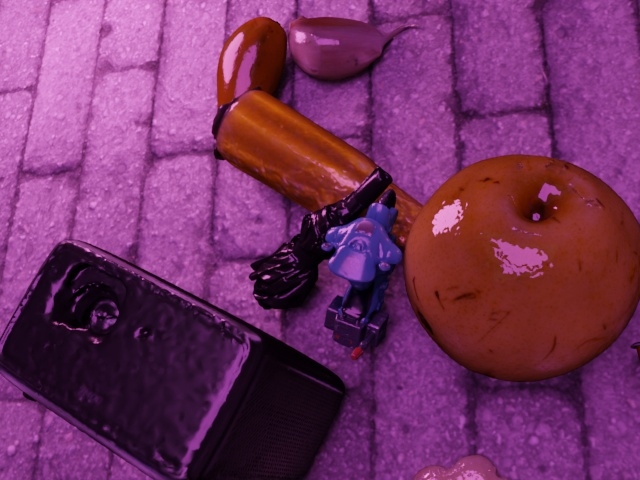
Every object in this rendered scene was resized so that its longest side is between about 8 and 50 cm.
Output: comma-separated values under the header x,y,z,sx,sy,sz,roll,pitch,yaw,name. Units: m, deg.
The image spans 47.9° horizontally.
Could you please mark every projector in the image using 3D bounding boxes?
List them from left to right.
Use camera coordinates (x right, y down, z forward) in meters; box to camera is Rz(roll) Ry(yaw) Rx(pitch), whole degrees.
x,y,z,sx,sy,sz,roll,pitch,yaw,name
-0.209,0.212,1.109,0.395,0.405,0.242,22,80,24,projector

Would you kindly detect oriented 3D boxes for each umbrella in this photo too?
x,y,z,sx,sy,sz,roll,pitch,yaw,name
0.000,0.000,1.226,0.340,0.118,0.118,-45,59,28,umbrella

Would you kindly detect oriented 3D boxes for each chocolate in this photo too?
x,y,z,sx,sy,sz,roll,pitch,yaw,name
0.003,-0.114,1.302,0.445,0.162,0.162,34,84,25,chocolate

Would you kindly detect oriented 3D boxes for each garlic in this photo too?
x,y,z,sx,sy,sz,roll,pitch,yaw,name
0.052,-0.388,1.436,0.266,0.128,0.148,11,86,12,garlic

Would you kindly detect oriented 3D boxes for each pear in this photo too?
x,y,z,sx,sy,sz,roll,pitch,yaw,name
0.291,0.037,1.057,0.348,0.348,0.348,-7,68,17,pear

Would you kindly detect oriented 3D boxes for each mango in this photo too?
x,y,z,sx,sy,sz,roll,pitch,yaw,name
-0.149,-0.335,1.467,0.138,0.113,0.253,15,84,25,mango

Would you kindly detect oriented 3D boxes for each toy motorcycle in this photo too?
x,y,z,sx,sy,sz,roll,pitch,yaw,name
0.069,0.060,1.149,0.123,0.182,0.272,19,122,19,toy motorcycle

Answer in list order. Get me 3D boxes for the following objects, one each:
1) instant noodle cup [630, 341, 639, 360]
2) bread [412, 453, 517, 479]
x,y,z,sx,sy,sz,roll,pitch,yaw,name
0.544,0.208,0.969,0.215,0.216,0.172,-9,76,16,instant noodle cup
0.194,0.441,1.086,0.182,0.039,0.251,33,84,26,bread
